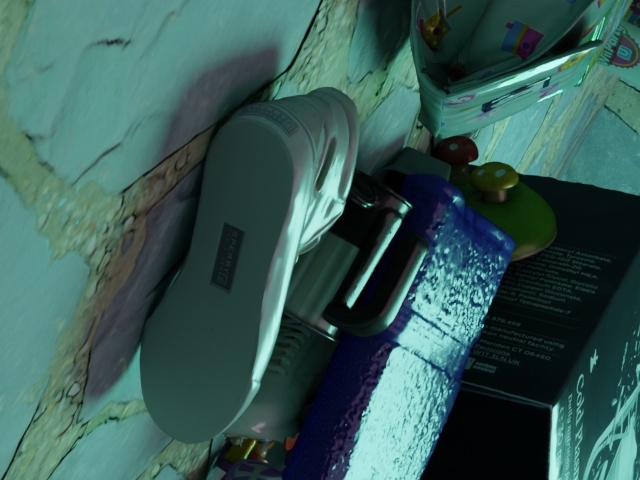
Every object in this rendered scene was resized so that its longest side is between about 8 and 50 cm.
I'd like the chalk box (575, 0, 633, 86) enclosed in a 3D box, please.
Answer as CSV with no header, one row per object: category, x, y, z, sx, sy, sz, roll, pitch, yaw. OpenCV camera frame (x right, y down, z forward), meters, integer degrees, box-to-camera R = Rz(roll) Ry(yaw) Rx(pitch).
chalk box,0.242,-0.255,1.391,0.213,0.132,0.132,-55,166,-22

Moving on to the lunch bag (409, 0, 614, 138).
lunch bag,0.165,-0.204,1.121,0.262,0.160,0.223,-58,175,0

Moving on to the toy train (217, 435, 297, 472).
toy train,-0.049,0.184,1.406,0.125,0.046,0.166,-64,167,15

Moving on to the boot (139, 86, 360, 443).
boot,-0.038,0.017,0.946,0.123,0.095,0.258,-28,145,-56

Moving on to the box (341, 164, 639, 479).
box,0.217,0.233,1.701,0.472,0.297,0.480,-49,142,-51

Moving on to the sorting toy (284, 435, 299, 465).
sorting toy,-0.056,0.401,1.688,0.365,0.126,0.127,-54,166,-26

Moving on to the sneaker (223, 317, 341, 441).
sneaker,-0.040,0.119,1.251,0.235,0.090,0.095,-28,128,-70

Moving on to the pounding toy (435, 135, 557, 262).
pounding toy,0.166,-0.046,1.553,0.237,0.183,0.110,-39,130,-53

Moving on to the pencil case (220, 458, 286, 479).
pencil case,-0.093,0.309,1.384,0.088,0.086,0.206,-20,147,-57

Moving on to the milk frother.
milk frother,0.000,0.000,1.118,0.143,0.129,0.135,31,87,-35

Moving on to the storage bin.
storage bin,0.092,-0.026,1.413,0.091,0.098,0.135,-61,174,-57

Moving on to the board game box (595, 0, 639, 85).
board game box,0.398,-0.285,1.542,0.224,0.303,0.097,-55,167,-24

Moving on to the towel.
towel,0.069,0.101,1.269,0.227,0.076,0.308,33,78,-60
